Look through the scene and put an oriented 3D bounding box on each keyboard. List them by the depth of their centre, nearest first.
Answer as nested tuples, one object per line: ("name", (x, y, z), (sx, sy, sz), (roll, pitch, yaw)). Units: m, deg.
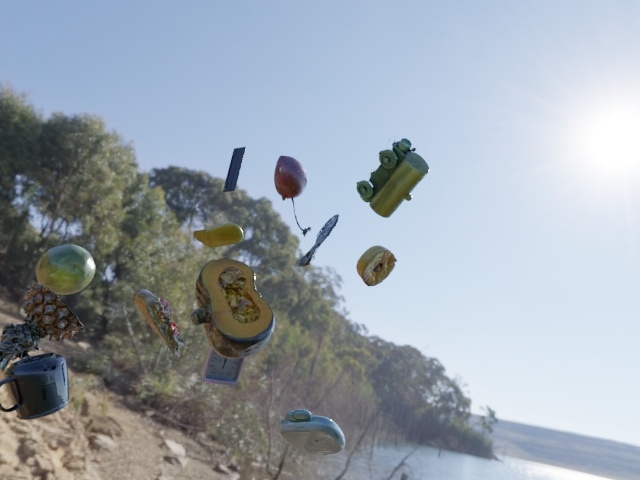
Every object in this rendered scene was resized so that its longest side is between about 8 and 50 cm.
("keyboard", (-0.336, -0.280, 2.000), (0.064, 0.197, 0.010), (-2, -23, 30))

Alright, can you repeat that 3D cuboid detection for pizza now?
("pizza", (-0.393, 0.202, 1.279), (0.198, 0.062, 0.188), (62, -24, -12))

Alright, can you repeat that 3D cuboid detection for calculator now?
("calculator", (-0.028, 0.591, 1.557), (0.186, 0.041, 0.298), (-8, -43, 16))

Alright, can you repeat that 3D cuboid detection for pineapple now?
("pineapple", (-1.002, 0.313, 1.747), (0.263, 0.271, 0.262), (29, -34, 22))

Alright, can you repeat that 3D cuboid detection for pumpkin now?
("pumpkin", (-0.294, 0.243, 1.591), (0.242, 0.324, 0.232), (-3, -44, -29))

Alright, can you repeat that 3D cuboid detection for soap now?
("soap", (-0.347, -0.013, 1.738), (0.169, 0.033, 0.089), (-14, -57, 7))

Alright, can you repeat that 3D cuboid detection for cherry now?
("cherry", (-0.071, -0.127, 1.401), (0.090, 0.225, 0.107), (-14, 20, 3))

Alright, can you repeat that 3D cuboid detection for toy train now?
("toy train", (0.258, -0.221, 1.803), (0.190, 0.126, 0.307), (38, -46, 2))

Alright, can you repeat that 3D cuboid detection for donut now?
("donut", (0.219, 0.096, 2.079), (0.190, 0.174, 0.074), (27, 16, -51))

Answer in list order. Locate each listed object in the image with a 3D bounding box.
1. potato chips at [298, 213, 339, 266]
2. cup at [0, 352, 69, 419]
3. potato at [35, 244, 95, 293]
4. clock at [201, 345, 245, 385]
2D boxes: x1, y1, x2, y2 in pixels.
("potato chips", (-0.003, -0.003, 1.823), (0.029, 0.219, 0.202), (36, -31, -11))
("cup", (-0.870, 0.448, 1.535), (0.169, 0.176, 0.223), (-5, 7, 26))
("potato", (-1.015, 0.117, 2.044), (0.216, 0.215, 0.304), (27, -18, -37))
("clock", (-0.385, 0.484, 2.072), (0.150, 0.197, 0.063), (14, 11, -20))
